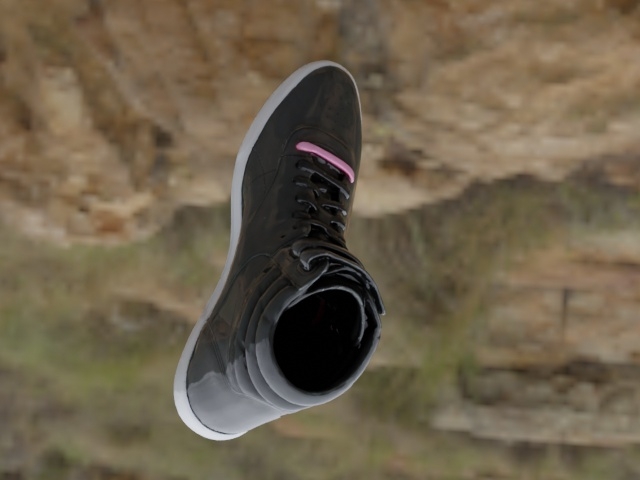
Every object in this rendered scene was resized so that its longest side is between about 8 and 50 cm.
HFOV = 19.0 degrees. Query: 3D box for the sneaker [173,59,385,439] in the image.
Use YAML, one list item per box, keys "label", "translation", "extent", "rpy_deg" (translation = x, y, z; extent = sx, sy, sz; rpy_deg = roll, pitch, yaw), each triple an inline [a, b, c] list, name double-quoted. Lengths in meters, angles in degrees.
- label: "sneaker"
  translation: [0.000, 0.000, 1.352]
  extent: [0.104, 0.296, 0.147]
  rpy_deg: [29, 159, -29]
